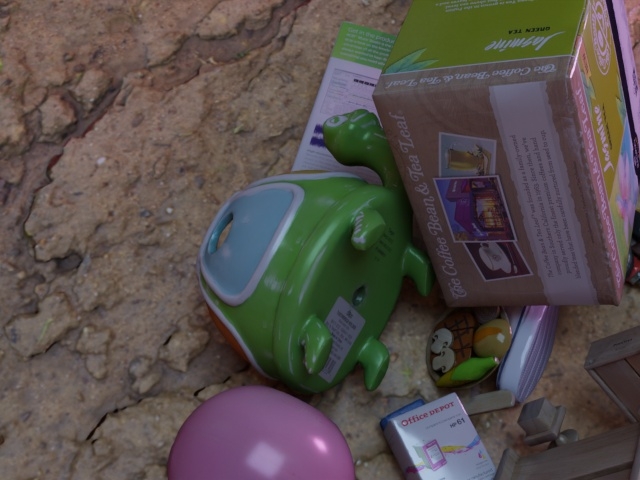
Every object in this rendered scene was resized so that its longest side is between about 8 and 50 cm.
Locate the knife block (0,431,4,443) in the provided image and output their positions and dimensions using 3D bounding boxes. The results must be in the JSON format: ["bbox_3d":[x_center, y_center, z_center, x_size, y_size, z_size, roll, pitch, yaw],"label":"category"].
[{"bbox_3d":[-0.505,0.128,1.343,0.088,0.242,0.276,-35,115,-21],"label":"knife block"}]

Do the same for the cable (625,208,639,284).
[{"bbox_3d":[0.364,-0.038,1.542,0.139,0.072,0.287,-44,60,-7],"label":"cable"}]

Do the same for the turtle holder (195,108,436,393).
[{"bbox_3d":[-0.012,0.007,1.338,0.227,0.320,0.243,23,18,31],"label":"turtle holder"}]

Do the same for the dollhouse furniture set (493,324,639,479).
[{"bbox_3d":[0.350,0.264,1.194,0.174,0.303,0.355,47,44,-15],"label":"dollhouse furniture set"}]

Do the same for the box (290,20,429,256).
[{"bbox_3d":[0.098,-0.139,1.557,0.232,0.058,0.322,16,62,3],"label":"box"}]

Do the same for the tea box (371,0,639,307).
[{"bbox_3d":[0.241,-0.143,1.342,0.220,0.329,0.323,-2,43,26],"label":"tea box"}]

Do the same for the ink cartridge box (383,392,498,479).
[{"bbox_3d":[0.140,0.249,1.310,0.088,0.052,0.122,-20,65,-17],"label":"ink cartridge box"}]

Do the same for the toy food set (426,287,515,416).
[{"bbox_3d":[0.177,0.119,1.387,0.038,0.132,0.192,33,49,-38],"label":"toy food set"}]

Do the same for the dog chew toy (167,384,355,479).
[{"bbox_3d":[-0.101,0.323,1.204,0.206,0.206,0.332,25,70,9],"label":"dog chew toy"}]

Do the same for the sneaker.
[{"bbox_3d":[0.249,0.084,1.438,0.091,0.094,0.258,6,57,25],"label":"sneaker"}]

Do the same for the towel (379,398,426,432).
[{"bbox_3d":[0.123,0.253,1.353,0.067,0.029,0.119,-21,66,-18],"label":"towel"}]
